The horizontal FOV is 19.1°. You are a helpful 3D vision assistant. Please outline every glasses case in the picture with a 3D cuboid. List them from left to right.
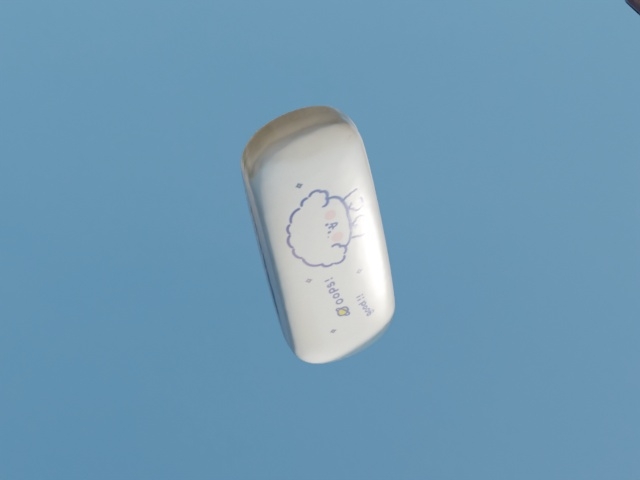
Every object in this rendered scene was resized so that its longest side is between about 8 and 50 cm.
[{"bbox_3d":[0.000,0.000,1.171,0.076,0.197,0.049,-21,-136,-10],"label":"glasses case"}]

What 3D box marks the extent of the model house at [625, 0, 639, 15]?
[{"bbox_3d":[0.149,-0.188,0.377,0.196,0.160,0.254,-19,-151,46],"label":"model house"}]
